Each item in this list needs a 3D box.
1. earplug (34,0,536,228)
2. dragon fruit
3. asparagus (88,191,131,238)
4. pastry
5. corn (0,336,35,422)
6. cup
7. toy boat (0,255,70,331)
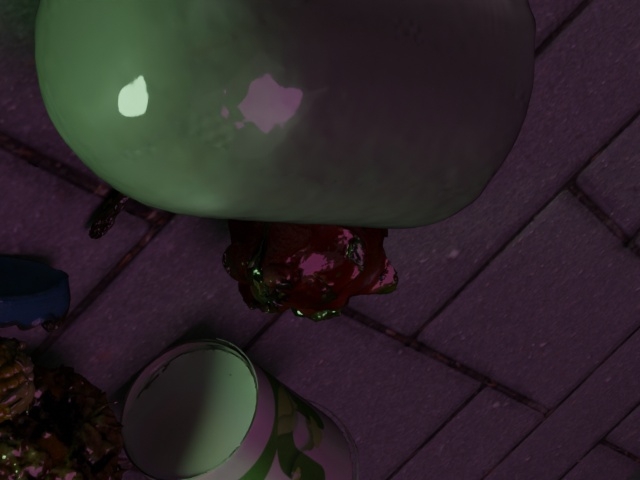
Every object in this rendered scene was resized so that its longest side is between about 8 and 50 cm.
[{"bbox_3d":[-0.049,-0.171,1.278,0.394,0.313,0.313,2,129,-46],"label":"earplug"},{"bbox_3d":[-0.011,0.019,1.691,0.200,0.198,0.269,-54,162,-20],"label":"dragon fruit"},{"bbox_3d":[-0.157,-0.090,1.529,0.248,0.025,0.024,-44,171,5],"label":"asparagus"},{"bbox_3d":[-0.334,0.267,1.627,0.275,0.193,0.275,-33,152,-20],"label":"pastry"},{"bbox_3d":[-0.415,0.176,1.496,0.260,0.091,0.091,-22,168,-5],"label":"corn"},{"bbox_3d":[-0.112,0.264,1.853,0.253,0.253,0.274,-40,141,-2],"label":"cup"},{"bbox_3d":[-0.326,0.066,1.491,0.185,0.075,0.077,-5,133,-52],"label":"toy boat"}]
